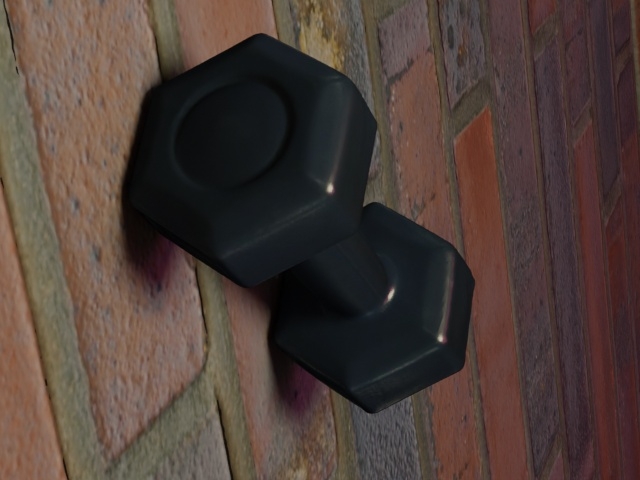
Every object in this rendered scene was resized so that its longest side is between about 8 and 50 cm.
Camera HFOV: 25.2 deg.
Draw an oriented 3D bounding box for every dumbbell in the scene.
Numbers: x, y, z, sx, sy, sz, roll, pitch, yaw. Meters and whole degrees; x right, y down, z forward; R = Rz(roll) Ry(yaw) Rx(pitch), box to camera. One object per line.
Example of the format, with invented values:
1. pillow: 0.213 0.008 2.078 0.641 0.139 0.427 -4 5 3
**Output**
1. dumbbell: 0.000 0.001 0.981 0.316 0.144 0.156 50 44 -56
